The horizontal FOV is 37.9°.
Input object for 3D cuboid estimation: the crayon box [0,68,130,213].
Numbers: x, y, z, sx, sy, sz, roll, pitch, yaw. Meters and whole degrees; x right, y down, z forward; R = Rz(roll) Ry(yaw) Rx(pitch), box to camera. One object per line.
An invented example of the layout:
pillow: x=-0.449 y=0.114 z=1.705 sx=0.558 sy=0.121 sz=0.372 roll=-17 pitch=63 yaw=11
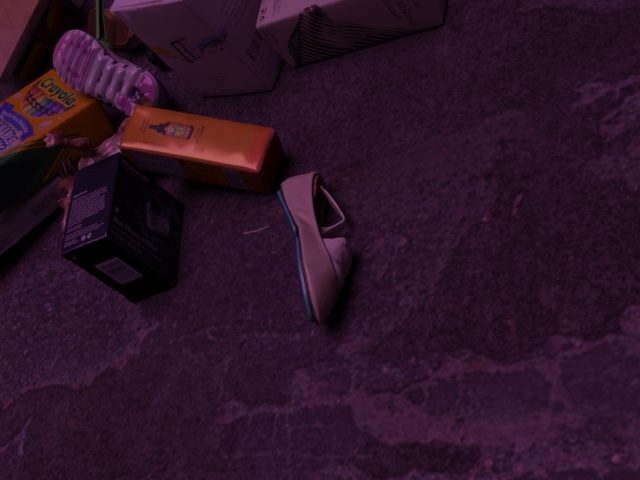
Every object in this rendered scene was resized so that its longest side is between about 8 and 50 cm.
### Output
crayon box: x=-0.513 y=-0.193 z=1.673 sx=0.323 sy=0.083 sz=0.203 roll=-38 pitch=42 yaw=-17

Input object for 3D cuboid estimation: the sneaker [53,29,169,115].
sneaker: x=-0.357 y=-0.282 z=1.616 sx=0.236 sy=0.104 sz=0.095 roll=32 pitch=101 yaw=17

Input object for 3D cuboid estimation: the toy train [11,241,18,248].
toy train: x=-0.542 y=-0.022 z=1.690 sx=0.023 sy=0.017 sz=0.083 roll=8 pitch=66 yaw=59

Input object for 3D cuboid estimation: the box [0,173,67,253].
box: x=-0.613 y=-0.094 z=1.738 sx=0.232 sy=0.058 sz=0.322 roll=-41 pitch=41 yaw=-9

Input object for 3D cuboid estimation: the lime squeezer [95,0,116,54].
lime squeezer: x=-0.388 y=-0.342 z=1.727 sx=0.110 sy=0.058 sz=0.310 roll=-52 pitch=57 yaw=45

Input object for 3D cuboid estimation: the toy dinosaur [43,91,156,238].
toy dinosaur: x=-0.333 y=-0.136 z=1.549 sx=0.295 sy=0.200 sz=0.127 roll=-30 pitch=84 yaw=-11

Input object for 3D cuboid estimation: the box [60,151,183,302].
box: x=-0.293 y=-0.019 z=1.398 sx=0.093 sy=0.156 sz=0.158 roll=-21 pitch=50 yaw=25

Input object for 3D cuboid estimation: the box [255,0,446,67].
box: x=0.046 y=-0.356 z=1.402 sx=0.275 sy=0.113 sz=0.094 roll=-9 pitch=56 yaw=35

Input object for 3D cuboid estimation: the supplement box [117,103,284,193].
supplement box: x=-0.177 y=-0.136 z=1.387 sx=0.233 sy=0.080 sz=0.078 roll=13 pitch=69 yaw=15

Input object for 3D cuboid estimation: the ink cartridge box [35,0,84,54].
ink cartridge box: x=-0.637 y=-0.520 z=2.082 sx=0.275 sy=0.060 sz=0.239 roll=3 pitch=62 yaw=39

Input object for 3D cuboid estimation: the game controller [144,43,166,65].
game controller: x=-0.250 y=-0.462 z=1.751 sx=0.166 sy=0.067 sz=0.319 roll=-13 pitch=53 yaw=13

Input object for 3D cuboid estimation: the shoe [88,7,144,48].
shoe: x=-0.396 y=-0.411 z=1.828 sx=0.219 sy=0.058 sz=0.077 roll=28 pitch=112 yaw=49

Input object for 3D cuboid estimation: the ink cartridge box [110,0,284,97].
ink cartridge box: x=-0.177 y=-0.369 z=1.493 sx=0.168 sy=0.232 sz=0.171 roll=2 pitch=62 yaw=38

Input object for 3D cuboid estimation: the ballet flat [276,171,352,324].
ballet flat: x=0.000 y=0.000 z=1.220 sx=0.086 sy=0.086 sz=0.248 roll=-32 pitch=46 yaw=17

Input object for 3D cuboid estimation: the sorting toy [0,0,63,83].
sorting toy: x=-0.646 y=-0.492 z=1.988 sx=0.257 sy=0.089 sz=0.255 roll=43 pitch=107 yaw=37
